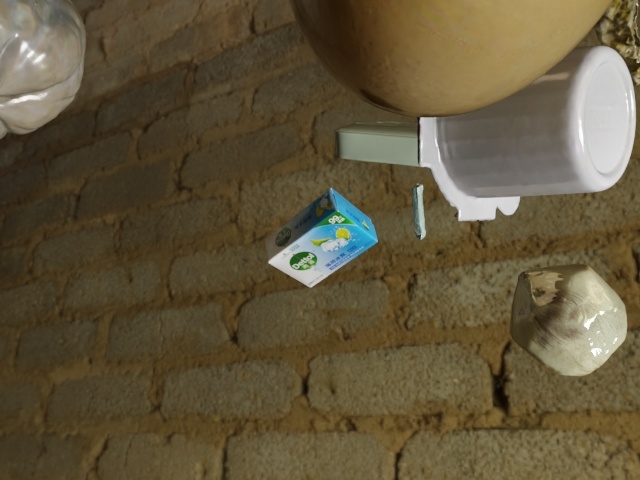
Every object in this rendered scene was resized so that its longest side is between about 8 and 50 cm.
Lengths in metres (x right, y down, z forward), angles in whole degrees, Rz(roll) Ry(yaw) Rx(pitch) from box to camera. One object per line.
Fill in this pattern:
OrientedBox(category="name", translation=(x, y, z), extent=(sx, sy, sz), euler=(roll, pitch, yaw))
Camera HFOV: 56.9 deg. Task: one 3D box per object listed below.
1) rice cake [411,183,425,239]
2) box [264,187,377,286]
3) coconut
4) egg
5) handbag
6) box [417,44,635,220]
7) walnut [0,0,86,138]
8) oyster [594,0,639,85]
OrientedBox(category="rice cake", translation=(0.207, -0.059, 1.241), extent=(0.021, 0.121, 0.022), euler=(13, -148, 39))
OrientedBox(category="box", translation=(0.000, -0.001, 1.242), extent=(0.194, 0.073, 0.139), euler=(-36, 133, 23))
OrientedBox(category="coconut", translation=(0.470, 0.145, 1.154), extent=(0.224, 0.224, 0.224), euler=(1, 159, 1))
OrientedBox(category="egg", translation=(0.110, -0.269, 0.530), extent=(0.300, 0.301, 0.374), euler=(6, 165, -12))
OrientedBox(category="handbag", translation=(0.171, -0.237, 1.366), extent=(0.256, 0.079, 0.219), euler=(10, -153, 24))
OrientedBox(category="box", translation=(0.300, -0.137, 0.814), extent=(0.206, 0.262, 0.291), euler=(7, 140, 49))
OrientedBox(category="walnut", translation=(-0.365, -0.223, 0.639), extent=(0.224, 0.224, 0.224), euler=(1, 159, 1))
OrientedBox(category="oyster", translation=(0.431, -0.338, 0.857), extent=(0.078, 0.129, 0.345), euler=(-10, 158, 32))
